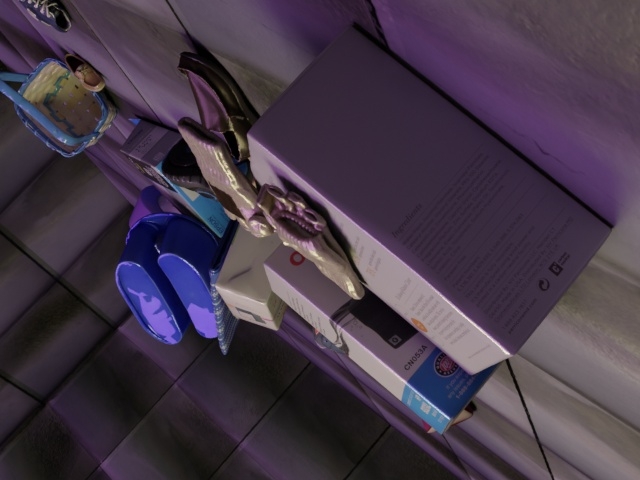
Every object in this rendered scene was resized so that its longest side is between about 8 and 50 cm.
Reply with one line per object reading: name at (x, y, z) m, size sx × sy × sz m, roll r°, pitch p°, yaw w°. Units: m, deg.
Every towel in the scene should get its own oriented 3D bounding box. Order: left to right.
towel at (-0.192, 0.080, 1.985) m, size 0.040 × 0.243 × 0.336 m, roll 13°, pitch 142°, yaw 10°

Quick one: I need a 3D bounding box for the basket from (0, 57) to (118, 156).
basket at (-0.666, -0.340, 2.169) m, size 0.255 × 0.201 × 0.289 m, roll 41°, pitch -161°, yaw 0°

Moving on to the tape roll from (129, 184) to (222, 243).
tape roll at (-0.360, -0.039, 2.264) m, size 0.274 × 0.090 × 0.275 m, roll 25°, pitch -159°, yaw -10°

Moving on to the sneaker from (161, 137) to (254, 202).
sneaker at (-0.211, -0.124, 1.749) m, size 0.139 × 0.125 × 0.341 m, roll 45°, pitch 171°, yaw -38°

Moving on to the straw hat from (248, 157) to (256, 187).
straw hat at (-0.092, -0.100, 1.514) m, size 0.144 × 0.061 × 0.144 m, roll 29°, pitch 179°, yaw 1°

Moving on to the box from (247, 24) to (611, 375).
box at (0.104, -0.033, 0.948) m, size 0.345 × 0.168 × 0.215 m, roll 40°, pitch 169°, yaw 8°

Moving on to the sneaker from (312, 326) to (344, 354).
sneaker at (0.039, 0.167, 1.837) m, size 0.148 × 0.131 × 0.350 m, roll -6°, pitch 146°, yaw 18°

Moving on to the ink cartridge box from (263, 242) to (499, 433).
ink cartridge box at (0.113, 0.061, 1.118) m, size 0.307 × 0.223 × 0.129 m, roll 39°, pitch 167°, yaw 16°

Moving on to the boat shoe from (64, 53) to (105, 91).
boat shoe at (-0.578, -0.409, 2.086) m, size 0.135 × 0.050 × 0.045 m, roll 36°, pitch 172°, yaw 25°

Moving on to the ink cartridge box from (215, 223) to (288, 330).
ink cartridge box at (-0.121, 0.071, 1.902) m, size 0.119 × 0.207 × 0.353 m, roll 18°, pitch 165°, yaw 7°

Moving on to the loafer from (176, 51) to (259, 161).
loafer at (-0.162, -0.210, 1.388) m, size 0.220 × 0.078 × 0.080 m, roll 50°, pitch 166°, yaw -33°

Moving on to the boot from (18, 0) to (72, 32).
boot at (-0.577, -0.499, 1.759) m, size 0.086 × 0.069 × 0.190 m, roll 32°, pitch 174°, yaw 13°

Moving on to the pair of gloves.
pair of gloves at (-0.058, -0.027, 0.983) m, size 0.240 × 0.042 × 0.204 m, roll 36°, pitch 168°, yaw 26°

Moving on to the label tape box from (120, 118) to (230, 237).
label tape box at (-0.357, -0.162, 2.102) m, size 0.347 × 0.115 × 0.249 m, roll 23°, pitch 158°, yaw 53°

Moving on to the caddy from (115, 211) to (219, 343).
caddy at (-0.342, 0.089, 2.079) m, size 0.241 × 0.179 × 0.341 m, roll -10°, pitch 125°, yaw 19°

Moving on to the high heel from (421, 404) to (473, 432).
high heel at (0.269, 0.344, 2.012) m, size 0.377 × 0.127 × 0.181 m, roll 63°, pitch -175°, yaw -70°
